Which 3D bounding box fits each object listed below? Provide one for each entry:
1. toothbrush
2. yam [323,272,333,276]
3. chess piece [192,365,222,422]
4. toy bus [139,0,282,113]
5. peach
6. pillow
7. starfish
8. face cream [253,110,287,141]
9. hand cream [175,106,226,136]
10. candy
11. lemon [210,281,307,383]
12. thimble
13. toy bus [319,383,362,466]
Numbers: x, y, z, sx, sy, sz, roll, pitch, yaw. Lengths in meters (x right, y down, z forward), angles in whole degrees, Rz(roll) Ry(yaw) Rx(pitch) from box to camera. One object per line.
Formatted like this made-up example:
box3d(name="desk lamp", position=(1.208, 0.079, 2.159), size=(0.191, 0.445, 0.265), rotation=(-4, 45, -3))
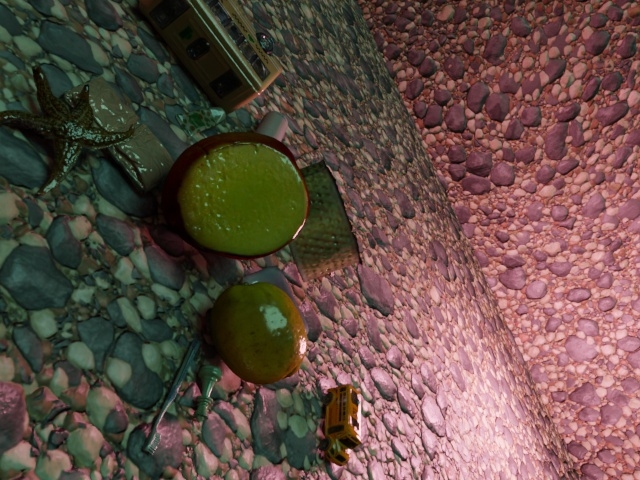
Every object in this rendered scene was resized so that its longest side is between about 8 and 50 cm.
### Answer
box3d(name="toothbrush", position=(-0.236, 0.246, 0.860), size=(0.019, 0.016, 0.219), rotation=(51, 29, -25))
box3d(name="yam", position=(0.000, 0.000, 1.461), size=(0.057, 0.057, 0.241), rotation=(33, 37, -44))
box3d(name="chess piece", position=(-0.195, 0.263, 0.897), size=(0.042, 0.042, 0.093), rotation=(41, 41, -36))
box3d(name="toy bus", position=(-0.271, -0.512, 1.311), size=(0.365, 0.177, 0.201), rotation=(51, 35, -24))
box3d(name="peach", position=(-0.176, -0.077, 1.016), size=(0.275, 0.245, 0.248), rotation=(-7, 76, -36))
box3d(name="pillow", position=(-0.373, -0.203, 1.002), size=(0.232, 0.043, 0.126), rotation=(52, 28, -14))
box3d(name="starfish", position=(-0.411, -0.177, 0.863), size=(0.213, 0.057, 0.238), rotation=(14, 59, -34))
box3d(name="face cream", position=(-0.147, -0.262, 1.405), size=(0.077, 0.077, 0.250), rotation=(50, 28, -23))
box3d(name="hand cream", position=(-0.279, -0.289, 1.260), size=(0.057, 0.037, 0.165), rotation=(59, 33, -7))
box3d(name="candy", position=(-0.098, 0.144, 1.132), size=(0.174, 0.071, 0.138), rotation=(63, 28, 4))
box3d(name="lemon", position=(-0.112, 0.172, 0.982), size=(0.207, 0.170, 0.170), rotation=(64, 27, -6))
box3d(name="thimble", position=(-0.015, -0.041, 1.249), size=(0.271, 0.150, 0.270), rotation=(160, -90, -89))
box3d(name="toy bus", position=(0.049, 0.402, 1.155), size=(0.069, 0.074, 0.162), rotation=(46, 30, -31))
